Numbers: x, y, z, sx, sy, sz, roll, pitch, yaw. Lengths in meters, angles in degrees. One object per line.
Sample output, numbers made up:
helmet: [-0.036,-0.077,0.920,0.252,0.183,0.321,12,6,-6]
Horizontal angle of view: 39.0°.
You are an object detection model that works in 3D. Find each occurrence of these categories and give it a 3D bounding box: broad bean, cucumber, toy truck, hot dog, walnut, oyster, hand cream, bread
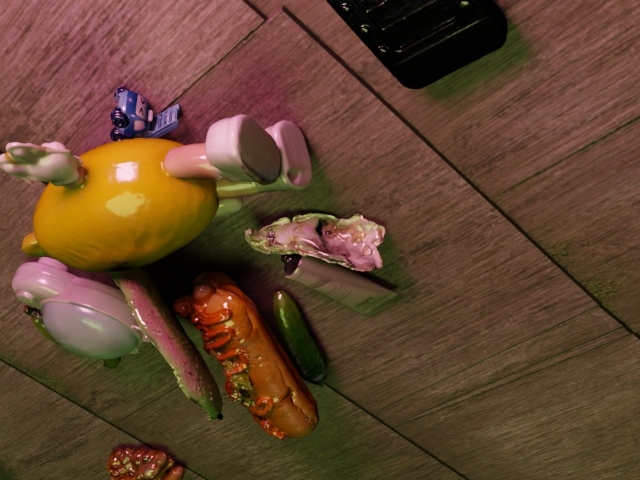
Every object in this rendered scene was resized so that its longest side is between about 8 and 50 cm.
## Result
broad bean: [-0.437,0.168,1.606,0.070,0.048,0.213,-26,127,34]
cucumber: [-0.032,0.177,1.507,0.056,0.056,0.250,-6,133,21]
toy truck: [-0.234,-0.163,1.208,0.090,0.056,0.073,4,146,-10]
hot dog: [-0.119,0.197,1.470,0.117,0.158,0.349,-36,130,-10]
walnut: [-0.378,0.495,1.920,0.170,0.069,0.143,-18,130,33]
oyster: [0.001,-0.001,1.308,0.200,0.106,0.061,23,155,20]
hand cream: [0.020,0.062,1.379,0.186,0.054,0.087,27,140,-23]
bread: [-0.229,0.147,1.385,0.045,0.301,0.301,-33,128,-5]

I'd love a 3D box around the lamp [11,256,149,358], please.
lamp: [-0.398,0.123,1.491,0.246,0.108,0.179,32,147,-15]

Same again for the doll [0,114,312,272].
doll: [-0.220,-0.067,1.182,0.423,0.161,0.348,-7,161,-2]

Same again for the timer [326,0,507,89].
timer: [0.106,-0.265,1.011,0.144,0.055,0.187,-22,130,35]
